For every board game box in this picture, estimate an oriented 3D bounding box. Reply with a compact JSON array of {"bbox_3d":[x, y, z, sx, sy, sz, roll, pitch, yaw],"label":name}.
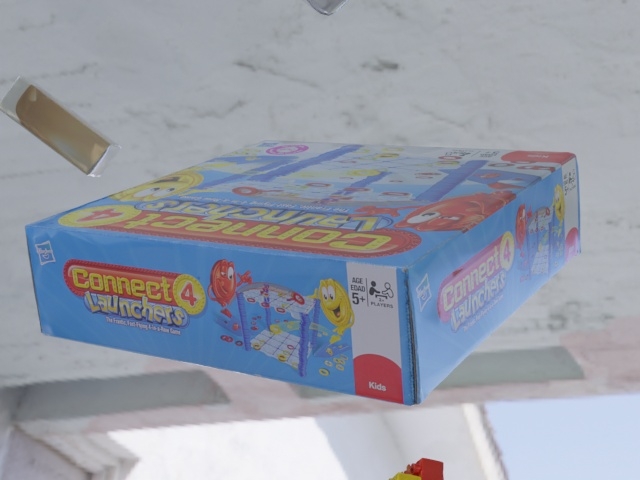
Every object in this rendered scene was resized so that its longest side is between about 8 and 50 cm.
[{"bbox_3d":[0.000,0.000,0.741,0.308,0.302,0.086,6,-71,31],"label":"board game box"}]

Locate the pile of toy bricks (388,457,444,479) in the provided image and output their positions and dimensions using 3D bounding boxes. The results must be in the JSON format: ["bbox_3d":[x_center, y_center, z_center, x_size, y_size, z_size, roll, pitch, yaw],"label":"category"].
[{"bbox_3d":[-0.009,0.183,0.335,0.105,0.212,0.118,14,-38,-13],"label":"pile of toy bricks"}]

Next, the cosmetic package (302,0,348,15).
[{"bbox_3d":[0.010,-0.379,0.444,0.393,0.329,0.327,-40,-57,-1],"label":"cosmetic package"}]

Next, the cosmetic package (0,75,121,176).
[{"bbox_3d":[-0.264,-0.115,1.000,0.115,0.041,0.060,37,2,-3],"label":"cosmetic package"}]
